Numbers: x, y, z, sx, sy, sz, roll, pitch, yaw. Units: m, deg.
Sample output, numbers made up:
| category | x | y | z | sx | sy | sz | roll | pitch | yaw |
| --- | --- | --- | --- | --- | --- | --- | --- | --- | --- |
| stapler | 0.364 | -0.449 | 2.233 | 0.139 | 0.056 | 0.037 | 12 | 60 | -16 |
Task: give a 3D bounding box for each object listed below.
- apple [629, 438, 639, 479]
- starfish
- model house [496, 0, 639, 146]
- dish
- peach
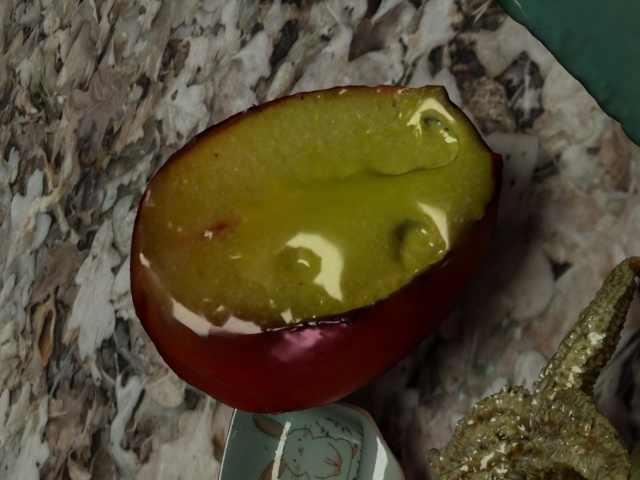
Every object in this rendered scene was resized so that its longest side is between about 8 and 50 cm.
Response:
| category | x | y | z | sx | sy | sz | roll | pitch | yaw |
| --- | --- | --- | --- | --- | --- | --- | --- | --- | --- |
| apple | 0.220 | 0.238 | 0.510 | 0.309 | 0.252 | 0.314 | -50 | 36 | -4 |
| starfish | 0.134 | 0.177 | 0.665 | 0.293 | 0.084 | 0.301 | -52 | 6 | 30 |
| model house | 0.277 | -0.250 | 0.663 | 0.280 | 0.230 | 0.249 | -33 | 30 | 34 |
| dish | -0.001 | 0.223 | 0.890 | 0.234 | 0.064 | 0.154 | 8 | 83 | 50 |
| peach | 0.000 | 0.000 | 0.807 | 0.338 | 0.281 | 0.281 | -38 | 52 | 34 |
